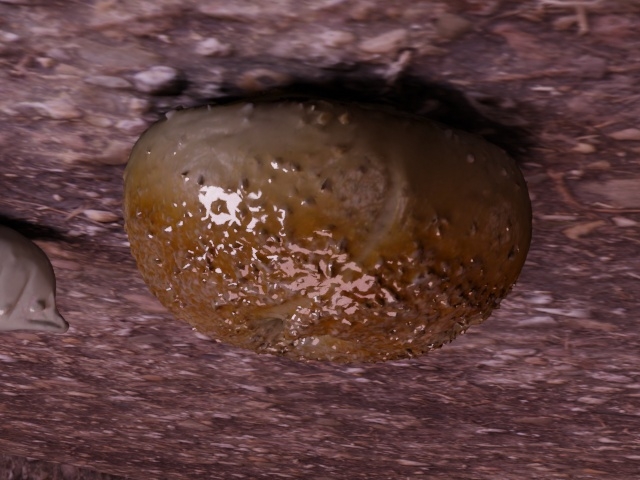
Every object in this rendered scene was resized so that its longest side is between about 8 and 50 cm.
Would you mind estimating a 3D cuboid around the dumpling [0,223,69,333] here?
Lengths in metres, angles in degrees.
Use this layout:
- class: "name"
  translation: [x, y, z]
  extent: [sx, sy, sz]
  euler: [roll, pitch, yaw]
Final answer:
- class: "dumpling"
  translation: [-0.323, 0.032, 1.536]
  extent: [0.169, 0.100, 0.134]
  euler: [20, 176, -34]

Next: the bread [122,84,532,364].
- class: "bread"
  translation: [0.000, 0.000, 1.106]
  extent: [0.305, 0.159, 0.305]
  euler: [9, 167, 2]
